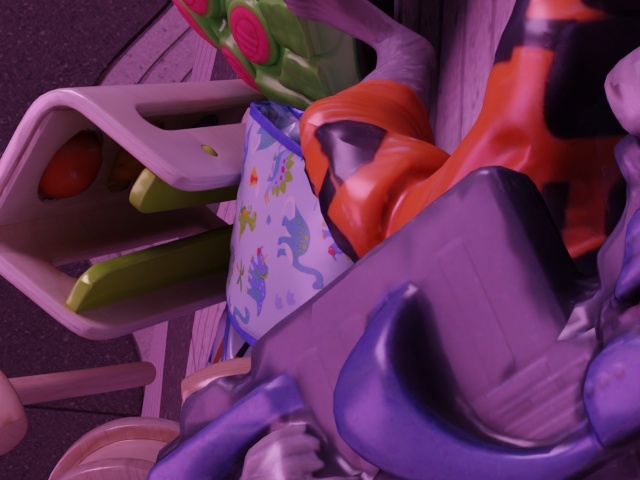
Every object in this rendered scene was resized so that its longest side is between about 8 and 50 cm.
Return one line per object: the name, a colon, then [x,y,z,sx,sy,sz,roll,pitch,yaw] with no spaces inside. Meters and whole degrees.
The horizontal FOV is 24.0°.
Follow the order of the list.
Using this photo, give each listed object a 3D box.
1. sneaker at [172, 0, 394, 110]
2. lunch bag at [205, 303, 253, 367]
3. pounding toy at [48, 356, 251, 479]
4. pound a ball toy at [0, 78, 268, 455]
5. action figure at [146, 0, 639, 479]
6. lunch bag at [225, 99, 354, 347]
sneaker: [0.017,-0.217,0.874,0.185,0.202,0.483,46,162,19]
lunch bag: [-0.049,0.178,1.059,0.303,0.115,0.243,117,163,-59]
pounding toy: [-0.087,0.193,0.816,0.155,0.154,0.270,-72,-18,-75]
pound a ball toy: [-0.131,-0.006,0.992,0.208,0.135,0.319,-57,-16,20]
action figure: [0.102,-0.005,0.397,0.341,0.178,0.330,-31,53,39]
lunch bag: [0.000,0.000,0.851,0.151,0.096,0.129,27,113,46]
